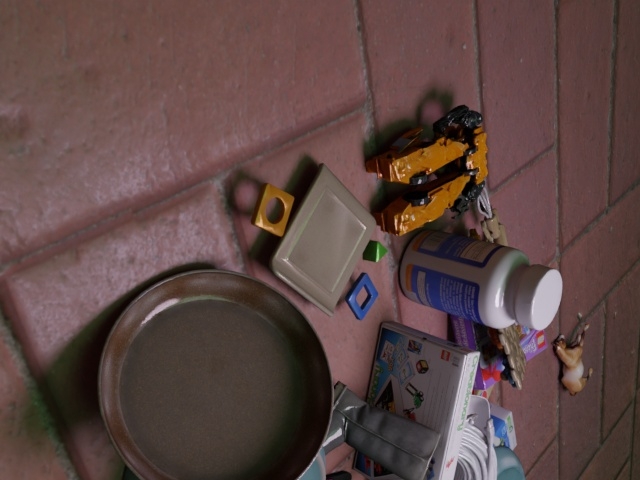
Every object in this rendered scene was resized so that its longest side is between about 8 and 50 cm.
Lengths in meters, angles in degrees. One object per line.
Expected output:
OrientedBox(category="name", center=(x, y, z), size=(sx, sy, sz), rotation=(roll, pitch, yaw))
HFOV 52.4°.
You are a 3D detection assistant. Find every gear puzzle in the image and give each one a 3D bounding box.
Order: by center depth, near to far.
OrientedBox(category="gear puzzle", center=(0.361, 0.138, 1.371), size=(0.175, 0.044, 0.338), rotation=(-33, 105, -65))

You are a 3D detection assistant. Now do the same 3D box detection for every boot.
OrientedBox(category="boot", center=(0.079, 0.364, 1.124), size=(0.189, 0.208, 0.076), rotation=(-56, 177, -17))

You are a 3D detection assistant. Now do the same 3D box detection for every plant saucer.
OrientedBox(category="plant saucer", center=(-0.131, 0.188, 0.850), size=(0.311, 0.050, 0.310), rotation=(12, 61, -21))
OrientedBox(category="plant saucer", center=(0.411, 0.654, 1.562), size=(0.318, 0.044, 0.317), rotation=(-12, 108, -43))

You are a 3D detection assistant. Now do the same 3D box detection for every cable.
OrientedBox(category="cable", center=(0.240, 0.481, 1.346), size=(0.257, 0.089, 0.257), rotation=(-12, 103, -10))

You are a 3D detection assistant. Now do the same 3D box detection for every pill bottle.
OrientedBox(category="pill bottle", center=(0.298, 0.077, 1.217), size=(0.152, 0.272, 0.152), rotation=(-17, 114, -43))

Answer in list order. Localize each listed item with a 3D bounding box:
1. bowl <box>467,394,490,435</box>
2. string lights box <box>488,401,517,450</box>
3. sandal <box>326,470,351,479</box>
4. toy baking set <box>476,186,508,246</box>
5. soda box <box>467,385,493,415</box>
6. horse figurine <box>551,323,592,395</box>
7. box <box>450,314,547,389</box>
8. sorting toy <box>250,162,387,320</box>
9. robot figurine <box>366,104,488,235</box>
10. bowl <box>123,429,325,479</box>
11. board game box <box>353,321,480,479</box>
OrientedBox(category="bowl", center=(0.298, 0.409, 1.439), size=(0.142, 0.053, 0.142), rotation=(5, 80, -10))
OrientedBox(category="string lights box", center=(0.374, 0.534, 1.584), size=(0.260, 0.077, 0.133), rotation=(-41, 129, -31))
OrientedBox(category="sandal", center=(0.007, 0.466, 1.197), size=(0.179, 0.040, 0.067), rotation=(3, 100, -47))
OrientedBox(category="toy baking set", center=(0.365, -0.025, 1.372), size=(0.197, 0.030, 0.256), rotation=(30, 50, -62))
OrientedBox(category="soda box", center=(0.341, 0.390, 1.519), size=(0.061, 0.058, 0.181), rotation=(40, 72, -46))
OrientedBox(category="horse figurine", center=(0.768, 0.375, 1.966), size=(0.174, 0.066, 0.263), rotation=(-36, 124, -41))
OrientedBox(category="box", center=(0.414, 0.197, 1.502), size=(0.293, 0.057, 0.200), rotation=(-16, 96, -43))
OrientedBox(category="sorting toy", center=(0.000, 0.000, 1.047), size=(0.348, 0.047, 0.196), rotation=(43, 66, -45))
OrientedBox(category="robot figurine", center=(0.211, -0.131, 1.201), size=(0.291, 0.085, 0.211), rotation=(-28, 122, -38))
OrientedBox(category="bowl", center=(-0.110, 0.353, 0.950), size=(0.312, 0.163, 0.311), rotation=(-18, 115, -43))
OrientedBox(category="board game box", center=(0.174, 0.325, 1.220), size=(0.053, 0.193, 0.305), rotation=(3, 100, -48))
